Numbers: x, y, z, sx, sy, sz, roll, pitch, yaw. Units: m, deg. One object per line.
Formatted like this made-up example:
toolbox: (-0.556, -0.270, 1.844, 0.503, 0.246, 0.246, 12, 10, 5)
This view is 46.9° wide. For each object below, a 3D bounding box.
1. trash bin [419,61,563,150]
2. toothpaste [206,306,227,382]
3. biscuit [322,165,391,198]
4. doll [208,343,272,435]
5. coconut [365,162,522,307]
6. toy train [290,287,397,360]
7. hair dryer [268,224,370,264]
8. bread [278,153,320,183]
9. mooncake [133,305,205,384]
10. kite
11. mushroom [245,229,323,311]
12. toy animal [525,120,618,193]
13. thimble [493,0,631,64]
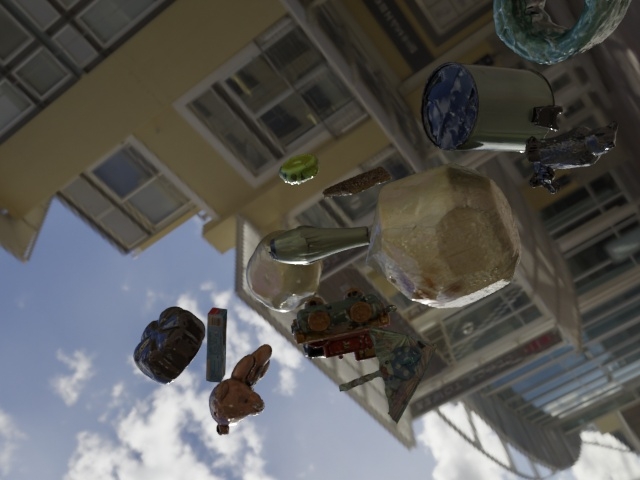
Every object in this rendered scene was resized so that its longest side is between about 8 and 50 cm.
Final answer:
trash bin: (0.421, -0.335, 1.869, 0.263, 0.217, 0.277, -4, -164, -31)
toothpaste: (-0.270, 0.272, 1.941, 0.070, 0.044, 0.193, -61, -24, -71)
biscuit: (0.121, -0.194, 2.546, 0.131, 0.237, 0.026, -117, 5, -69)
doll: (-0.209, 0.445, 2.236, 0.156, 0.201, 0.303, 23, -138, 22)
coconut: (0.309, 0.004, 1.958, 0.415, 0.415, 0.345, 57, -156, -1)
toy train: (0.087, 0.301, 2.524, 0.163, 0.369, 0.231, -111, 10, -75)
hair dryer: (0.022, -0.001, 1.692, 0.225, 0.219, 0.088, -16, -81, -62)
bread: (-0.070, -0.241, 2.522, 0.130, 0.139, 0.071, 25, 144, 43)
mooncake: (-0.466, 0.322, 2.278, 0.133, 0.245, 0.245, 46, -158, -26)
kite: (0.184, 0.357, 2.031, 0.011, 0.314, 0.335, 46, -157, -39)
mushroom: (-0.091, 0.088, 2.245, 0.234, 0.260, 0.253, -21, -64, -46)
toy animal: (0.494, -0.194, 1.486, 0.117, 0.210, 0.121, 18, -116, -20)
thimble: (0.434, -0.424, 1.299, 0.143, 0.235, 0.198, -28, -75, -38)
